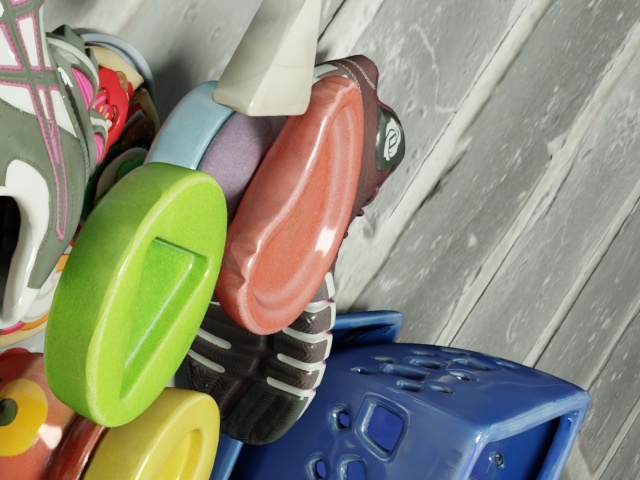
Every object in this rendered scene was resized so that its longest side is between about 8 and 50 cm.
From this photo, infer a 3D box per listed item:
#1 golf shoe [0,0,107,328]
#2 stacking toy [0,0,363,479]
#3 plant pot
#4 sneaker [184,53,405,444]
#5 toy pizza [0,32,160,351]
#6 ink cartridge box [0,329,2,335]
[{"bbox_3d":[-0.156,-0.080,0.773,0.273,0.105,0.120,67,20,-48],"label":"golf shoe"},{"bbox_3d":[-0.101,0.003,1.012,0.309,0.130,0.279,-60,161,-28],"label":"stacking toy"},{"bbox_3d":[0.038,0.181,1.428,0.236,0.212,0.236,-3,119,-62],"label":"plant pot"},{"bbox_3d":[0.000,0.000,1.301,0.162,0.106,0.281,-33,142,-52],"label":"sneaker"},{"bbox_3d":[-0.151,-0.021,1.067,0.201,0.032,0.201,-44,150,-34],"label":"toy pizza"},{"bbox_3d":[-0.253,0.089,0.901,0.172,0.100,0.237,-16,129,-58],"label":"ink cartridge box"}]
